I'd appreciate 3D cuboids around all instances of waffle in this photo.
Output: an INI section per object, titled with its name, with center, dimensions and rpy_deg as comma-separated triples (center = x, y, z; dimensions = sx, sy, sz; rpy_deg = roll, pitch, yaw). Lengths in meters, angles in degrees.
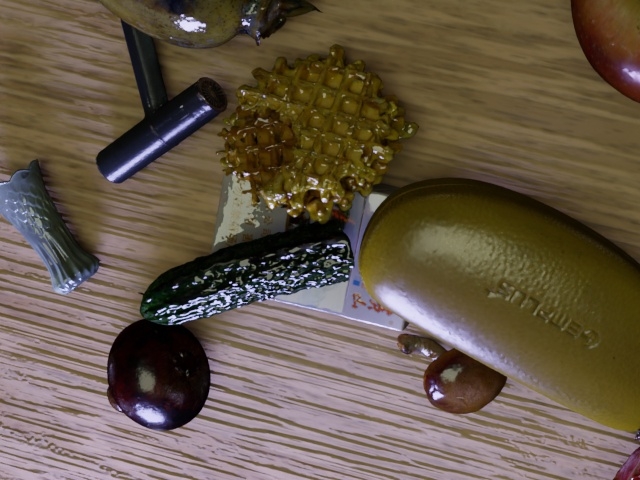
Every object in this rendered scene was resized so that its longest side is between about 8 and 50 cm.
[waffle]
center = -0.011, -0.115, 1.906
dimensions = 0.197, 0.070, 0.193
rpy_deg = -41, 63, -11

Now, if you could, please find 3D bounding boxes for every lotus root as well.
[lotus root]
center = -0.138, -0.281, 1.911
dimensions = 0.278, 0.154, 0.154
rpy_deg = 27, 105, 3

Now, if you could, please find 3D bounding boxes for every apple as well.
[apple]
center = 0.360, -0.248, 1.783
dimensions = 0.210, 0.173, 0.235
rpy_deg = 27, 94, 26

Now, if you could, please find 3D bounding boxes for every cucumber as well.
[cucumber]
center = -0.083, 0.037, 1.925
dimensions = 0.265, 0.077, 0.077
rpy_deg = -15, 96, 15

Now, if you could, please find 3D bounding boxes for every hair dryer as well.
[hair dryer]
center = -0.209, -0.186, 1.999
dimensions = 0.173, 0.050, 0.195
rpy_deg = -33, 75, 29

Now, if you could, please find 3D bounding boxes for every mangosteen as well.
[mangosteen]
center = -0.193, 0.156, 2.025
dimensions = 0.140, 0.140, 0.140
rpy_deg = 2, 101, 13

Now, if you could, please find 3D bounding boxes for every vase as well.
[vase]
center = -0.316, -0.011, 2.043
dimensions = 0.081, 0.081, 0.148
rpy_deg = -33, 94, 17

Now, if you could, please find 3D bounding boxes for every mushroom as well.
[mushroom]
center = 0.138, 0.146, 1.963
dimensions = 0.129, 0.073, 0.088
rpy_deg = 21, 138, 13

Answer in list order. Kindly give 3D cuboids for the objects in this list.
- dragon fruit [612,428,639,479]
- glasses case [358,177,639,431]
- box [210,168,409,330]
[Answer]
[dragon fruit]
center = 0.400, 0.302, 1.876
dimensions = 0.211, 0.147, 0.282
rpy_deg = -44, 103, -13
[glasses case]
center = 0.224, 0.058, 1.854
dimensions = 0.371, 0.141, 0.173
rpy_deg = 28, 102, -6
[box]
center = 0.001, 0.000, 1.970
dimensions = 0.233, 0.067, 0.149
rpy_deg = 13, 106, 10
